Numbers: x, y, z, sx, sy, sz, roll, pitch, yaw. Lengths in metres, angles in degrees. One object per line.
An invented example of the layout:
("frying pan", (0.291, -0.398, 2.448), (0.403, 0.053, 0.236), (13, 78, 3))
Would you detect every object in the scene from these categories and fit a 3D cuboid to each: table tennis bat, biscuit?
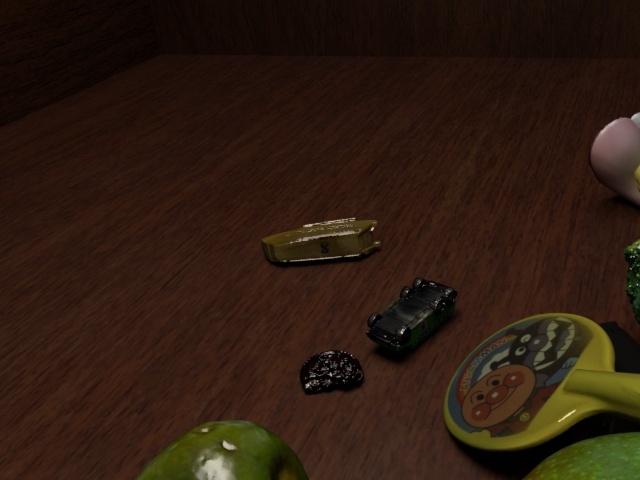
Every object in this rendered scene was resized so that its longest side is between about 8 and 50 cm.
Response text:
("table tennis bat", (0.282, 0.169, 0.769), (0.224, 0.054, 0.368), (-44, 17, -22))
("biscuit", (0.015, 0.191, 0.952), (0.087, 0.027, 0.089), (20, 38, 40))

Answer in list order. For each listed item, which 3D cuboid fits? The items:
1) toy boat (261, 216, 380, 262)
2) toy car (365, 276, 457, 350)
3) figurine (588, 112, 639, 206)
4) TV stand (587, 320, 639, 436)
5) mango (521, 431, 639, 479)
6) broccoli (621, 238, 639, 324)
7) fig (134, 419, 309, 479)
("toy boat", (0.000, 0.000, 1.257), (0.225, 0.068, 0.088), (-8, 24, 5))
("toy car", (0.141, 0.119, 1.015), (0.071, 0.063, 0.165), (19, 39, 39))
("figurine", (0.626, -0.115, 1.132), (0.206, 0.285, 0.316), (-19, 43, -18))
("TV stand", (0.382, 0.209, 0.789), (0.088, 0.083, 0.270), (-11, 29, -5))
("mango", (0.310, 0.270, 0.556), (0.381, 0.201, 0.226), (-11, 72, -8))
("broccoli", (0.519, 0.074, 0.831), (0.245, 0.294, 0.265), (-40, 63, 3))
("fig", (-0.144, 0.306, 0.667), (0.274, 0.206, 0.206), (-26, 27, 13))
